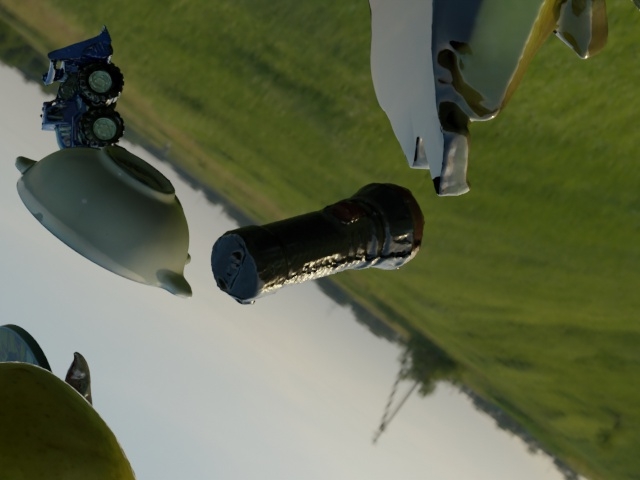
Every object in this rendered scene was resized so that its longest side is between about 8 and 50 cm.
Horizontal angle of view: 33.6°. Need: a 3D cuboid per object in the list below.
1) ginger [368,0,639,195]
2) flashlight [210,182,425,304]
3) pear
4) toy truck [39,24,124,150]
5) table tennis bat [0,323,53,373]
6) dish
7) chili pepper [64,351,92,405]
[{"bbox_3d":[0.180,-0.237,1.060,0.211,0.358,0.413,-5,-171,-9],"label":"ginger"},{"bbox_3d":[0.000,0.000,1.022,0.232,0.093,0.093,-13,-142,-44],"label":"flashlight"},{"bbox_3d":[-0.377,0.345,1.221,0.362,0.362,0.418,42,-151,-76],"label":"pear"},{"bbox_3d":[-0.383,-0.231,1.694,0.126,0.208,0.113,1,167,-19],"label":"toy truck"},{"bbox_3d":[-0.544,0.258,1.855,0.329,0.044,0.215,-20,88,50],"label":"table tennis bat"},{"bbox_3d":[-0.218,-0.048,1.163,0.236,0.086,0.228,34,-168,-13],"label":"dish"},{"bbox_3d":[-0.430,0.272,1.878,0.041,0.153,0.050,-5,-178,27],"label":"chili pepper"}]
